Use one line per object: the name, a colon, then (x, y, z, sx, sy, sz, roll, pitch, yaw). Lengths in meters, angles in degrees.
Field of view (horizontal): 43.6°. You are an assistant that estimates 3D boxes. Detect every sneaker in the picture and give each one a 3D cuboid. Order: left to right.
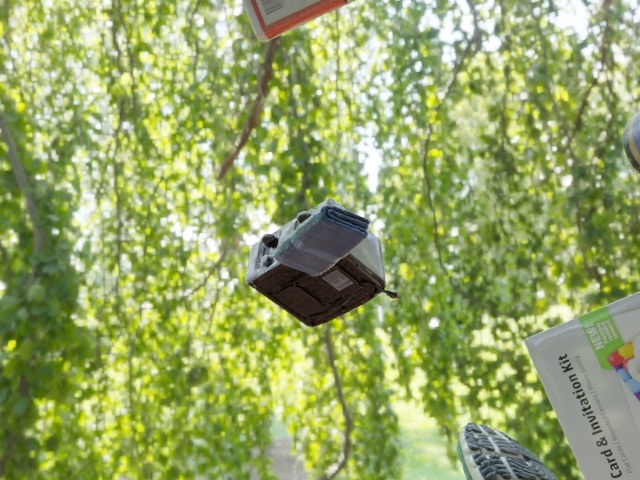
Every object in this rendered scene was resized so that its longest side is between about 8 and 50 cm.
sneaker: (0.177, 0.289, 0.759, 0.107, 0.275, 0.110, 20, -60, -20)

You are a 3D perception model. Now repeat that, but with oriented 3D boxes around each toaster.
toaster: (0.002, 0.041, 1.252, 0.168, 0.110, 0.186, -30, -52, 29)

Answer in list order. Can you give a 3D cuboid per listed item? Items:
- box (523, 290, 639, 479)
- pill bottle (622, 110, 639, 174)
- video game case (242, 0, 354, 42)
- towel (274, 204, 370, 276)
box: (0.247, 0.094, 0.514, 0.186, 0.145, 0.038, -25, -15, 14)
pill bottle: (0.523, -0.168, 1.073, 0.123, 0.122, 0.219, 0, -21, -20)
video game case: (0.036, -0.333, 0.737, 0.285, 0.204, 0.025, -22, -7, 10)
towel: (0.000, 0.000, 0.903, 0.067, 0.029, 0.119, 22, -34, -22)
